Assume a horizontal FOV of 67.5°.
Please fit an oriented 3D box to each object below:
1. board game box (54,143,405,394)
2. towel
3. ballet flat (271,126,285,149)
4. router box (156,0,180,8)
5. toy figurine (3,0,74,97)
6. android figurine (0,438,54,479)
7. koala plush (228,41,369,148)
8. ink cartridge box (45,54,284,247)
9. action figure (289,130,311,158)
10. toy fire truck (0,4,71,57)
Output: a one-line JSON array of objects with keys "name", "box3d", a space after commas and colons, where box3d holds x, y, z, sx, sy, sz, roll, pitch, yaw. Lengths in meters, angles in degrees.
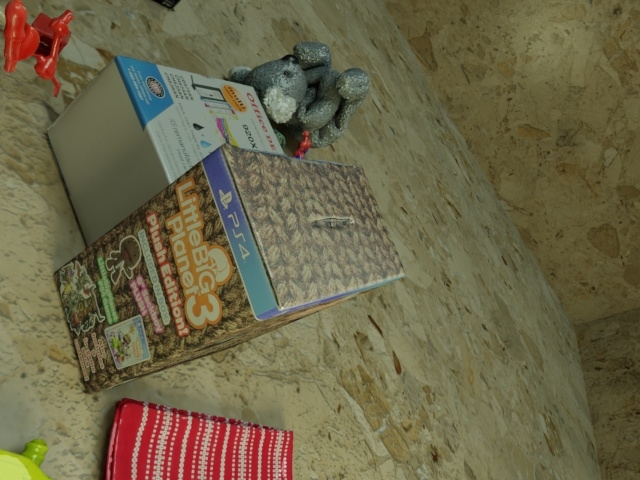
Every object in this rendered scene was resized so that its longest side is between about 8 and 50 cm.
[{"name": "board game box", "box3d": [-0.098, 0.037, 0.530, 0.232, 0.291, 0.141, -6, 72, -56]}, {"name": "towel", "box3d": [-0.125, 0.299, 0.545, 0.275, 0.031, 0.199, 31, 45, -41]}, {"name": "ballet flat", "box3d": [-0.140, -0.213, 0.876, 0.188, 0.070, 0.070, 35, 41, -31]}, {"name": "router box", "box3d": [-0.311, -0.479, 0.842, 0.122, 0.038, 0.092, 3, 65, -55]}, {"name": "toy figurine", "box3d": [-0.442, -0.228, 0.426, 0.217, 0.191, 0.362, 33, 38, 8]}, {"name": "android figurine", "box3d": [-0.279, 0.263, 0.323, 0.248, 0.056, 0.273, 38, 40, -34]}, {"name": "koala plush", "box3d": [-0.058, -0.284, 0.948, 0.221, 0.203, 0.196, -6, 41, -45]}, {"name": "ink cartridge box", "box3d": [-0.181, -0.102, 0.627, 0.232, 0.168, 0.171, -14, 78, -58]}, {"name": "action figure", "box3d": [-0.043, -0.159, 0.935, 0.030, 0.115, 0.038, 32, 28, 21]}, {"name": "toy fire truck", "box3d": [-0.404, -0.324, 0.585, 0.192, 0.047, 0.135, 27, 48, -43]}]
